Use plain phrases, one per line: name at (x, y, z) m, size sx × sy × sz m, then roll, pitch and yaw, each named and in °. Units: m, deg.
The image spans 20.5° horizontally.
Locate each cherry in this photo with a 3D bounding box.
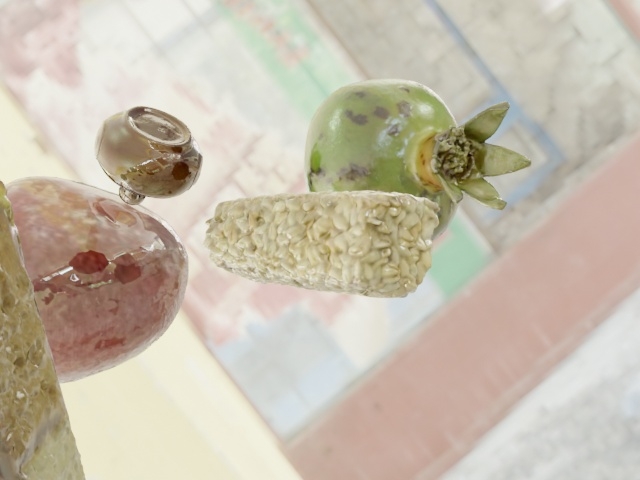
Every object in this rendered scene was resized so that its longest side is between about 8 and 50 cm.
cherry at (-0.276, 0.041, 1.809) m, size 0.236 × 0.286 × 0.212 m, roll -86°, pitch -4°, yaw -45°

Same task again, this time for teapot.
teapot at (-0.157, -0.071, 1.582) m, size 0.129 × 0.098 × 0.078 m, roll -96°, pitch 27°, yaw -65°

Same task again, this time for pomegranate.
pomegranate at (0.083, -0.065, 1.525) m, size 0.220 × 0.156 × 0.156 m, roll 1°, pitch 25°, yaw 32°

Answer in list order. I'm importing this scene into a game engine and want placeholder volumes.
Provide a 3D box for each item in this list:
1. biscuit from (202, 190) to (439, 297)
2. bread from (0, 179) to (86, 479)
biscuit at (0.000, 0.000, 1.171) m, size 0.168 × 0.070 × 0.082 m, roll 2°, pitch -8°, yaw 44°
bread at (-0.163, 0.092, 0.675) m, size 0.096 × 0.222 × 0.181 m, roll -6°, pitch 16°, yaw 19°
